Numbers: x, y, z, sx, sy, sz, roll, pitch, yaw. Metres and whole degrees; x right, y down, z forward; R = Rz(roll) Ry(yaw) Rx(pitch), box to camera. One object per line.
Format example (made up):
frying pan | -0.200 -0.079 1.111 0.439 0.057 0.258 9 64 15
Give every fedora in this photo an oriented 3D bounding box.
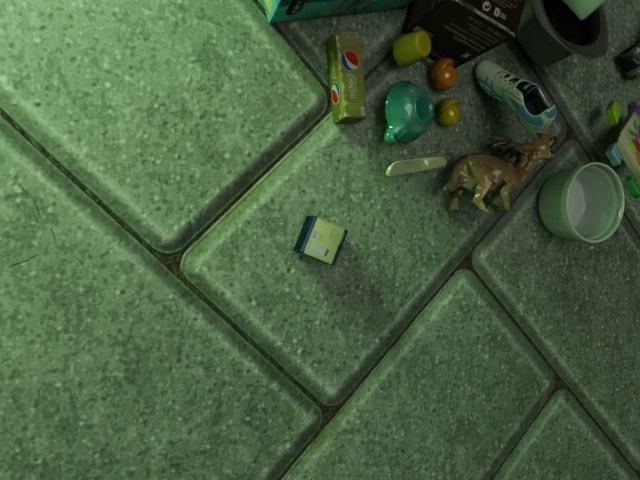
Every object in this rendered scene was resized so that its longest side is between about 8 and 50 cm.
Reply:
fedora | 0.576 -0.542 1.021 0.243 0.124 0.276 -7 82 -22

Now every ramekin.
ramekin | 0.683 -0.098 1.094 0.207 0.109 0.207 -1 92 -20

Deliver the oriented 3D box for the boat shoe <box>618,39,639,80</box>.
boat shoe | 0.983 -0.593 1.177 0.306 0.113 0.105 -39 99 2

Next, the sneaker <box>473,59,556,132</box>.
sneaker | 0.461 -0.357 0.972 0.085 0.086 0.237 -29 67 -14

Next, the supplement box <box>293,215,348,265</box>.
supplement box | 0.000 0.000 0.884 0.083 0.056 0.083 24 85 -19

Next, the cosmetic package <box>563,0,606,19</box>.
cosmetic package | 0.654 -0.729 0.941 0.230 0.161 0.453 43 61 -4

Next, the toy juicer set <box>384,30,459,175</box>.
toy juicer set | 0.227 -0.283 0.946 0.209 0.089 0.329 11 86 -38

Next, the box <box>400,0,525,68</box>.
box | 0.309 -0.512 0.890 0.168 0.203 0.167 17 87 -19

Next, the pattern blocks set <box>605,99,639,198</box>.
pattern blocks set | 0.877 -0.264 1.143 0.285 0.026 0.325 43 60 -16

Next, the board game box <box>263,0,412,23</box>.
board game box | 0.077 -0.525 0.781 0.335 0.253 0.079 -16 97 -18

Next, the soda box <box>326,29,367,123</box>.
soda box | 0.055 -0.348 0.884 0.058 0.061 0.182 -7 95 -19

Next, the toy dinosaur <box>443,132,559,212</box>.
toy dinosaur | 0.402 -0.168 0.986 0.295 0.127 0.201 -2 94 -15
